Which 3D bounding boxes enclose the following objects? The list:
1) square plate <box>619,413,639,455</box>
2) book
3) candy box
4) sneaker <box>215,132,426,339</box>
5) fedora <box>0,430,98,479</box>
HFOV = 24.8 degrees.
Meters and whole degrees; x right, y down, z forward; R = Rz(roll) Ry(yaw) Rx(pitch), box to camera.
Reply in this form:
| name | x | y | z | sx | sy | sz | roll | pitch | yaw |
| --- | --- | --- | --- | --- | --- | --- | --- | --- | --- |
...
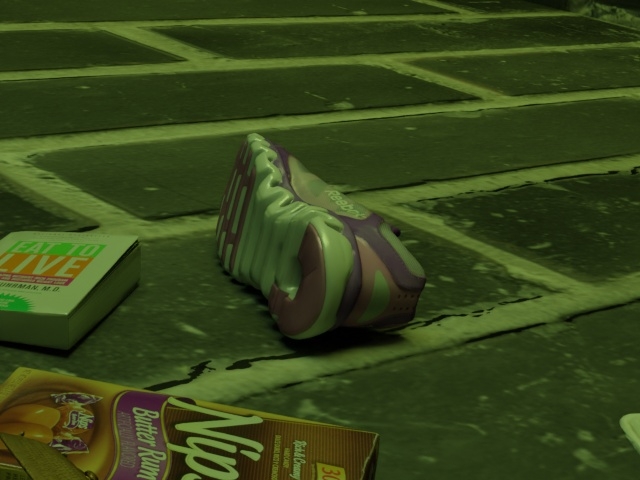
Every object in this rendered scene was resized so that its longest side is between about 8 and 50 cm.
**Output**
| name | x | y | z | sx | sy | sz | roll | pitch | yaw |
| --- | --- | --- | --- | --- | --- | --- | --- | --- | --- |
| square plate | 0.342 | 0.175 | 0.639 | 0.347 | 0.049 | 0.344 | 5 | 18 | -8 |
| book | -0.182 | 0.030 | 0.931 | 0.096 | 0.035 | 0.144 | 6 | 18 | 9 |
| candy box | -0.073 | 0.113 | 0.669 | 0.187 | 0.053 | 0.109 | 11 | 17 | 7 |
| sneaker | 0.000 | 0.000 | 1.007 | 0.105 | 0.095 | 0.236 | 7 | 21 | -24 |
| fedora | -0.061 | 0.147 | 0.449 | 0.079 | 0.194 | 0.194 | -41 | 36 | -15 |
